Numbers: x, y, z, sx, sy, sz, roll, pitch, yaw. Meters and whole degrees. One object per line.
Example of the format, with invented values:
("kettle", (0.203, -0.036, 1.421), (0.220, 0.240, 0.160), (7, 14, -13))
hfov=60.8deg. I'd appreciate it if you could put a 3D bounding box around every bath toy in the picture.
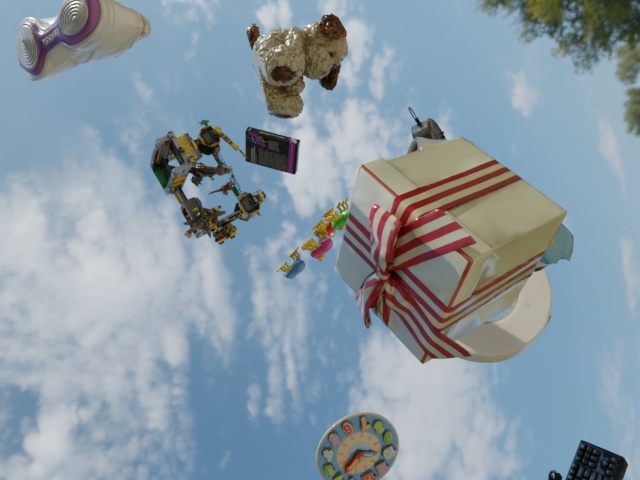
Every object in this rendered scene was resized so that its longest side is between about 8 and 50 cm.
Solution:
("bath toy", (0.426, 0.053, 1.314), (0.151, 0.348, 0.129), (34, -120, -12))

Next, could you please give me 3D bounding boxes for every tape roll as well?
("tape roll", (0.452, 0.151, 1.549), (0.072, 0.391, 0.392), (79, -156, -60))

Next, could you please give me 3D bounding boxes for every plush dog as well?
("plush dog", (-0.043, -0.442, 1.300), (0.225, 0.262, 0.211), (-17, -105, -9))

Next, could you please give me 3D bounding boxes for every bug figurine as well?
("bug figurine", (0.000, 0.000, 1.521), (0.072, 0.216, 0.279), (44, -126, -5))

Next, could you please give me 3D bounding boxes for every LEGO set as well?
("LEGO set", (-0.286, -0.168, 1.412), (0.254, 0.192, 0.332), (-21, -97, -27))

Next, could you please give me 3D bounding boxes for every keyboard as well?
("keyboard", (0.364, 0.381, 0.791), (0.023, 0.108, 0.180), (33, -103, -19))

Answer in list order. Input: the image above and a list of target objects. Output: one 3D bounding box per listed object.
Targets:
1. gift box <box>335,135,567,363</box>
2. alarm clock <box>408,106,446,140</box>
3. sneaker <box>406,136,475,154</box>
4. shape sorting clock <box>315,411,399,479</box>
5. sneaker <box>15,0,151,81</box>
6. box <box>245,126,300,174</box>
("gift box", (0.189, 0.014, 0.825), (0.258, 0.276, 0.255), (-21, -44, -30))
("alarm clock", (0.266, -0.249, 1.329), (0.192, 0.064, 0.129), (49, -151, -25))
("sneaker", (0.242, -0.078, 1.182), (0.169, 0.108, 0.293), (4, -96, -18))
("shape sorting clock", (0.090, 0.498, 1.279), (0.206, 0.040, 0.206), (-6, -71, -17))
("sneaker", (-0.436, -0.354, 0.992), (0.152, 0.305, 0.114), (-13, -81, -55))
("box", (-0.142, -0.264, 1.601), (0.116, 0.162, 0.029), (100, -173, -48))
